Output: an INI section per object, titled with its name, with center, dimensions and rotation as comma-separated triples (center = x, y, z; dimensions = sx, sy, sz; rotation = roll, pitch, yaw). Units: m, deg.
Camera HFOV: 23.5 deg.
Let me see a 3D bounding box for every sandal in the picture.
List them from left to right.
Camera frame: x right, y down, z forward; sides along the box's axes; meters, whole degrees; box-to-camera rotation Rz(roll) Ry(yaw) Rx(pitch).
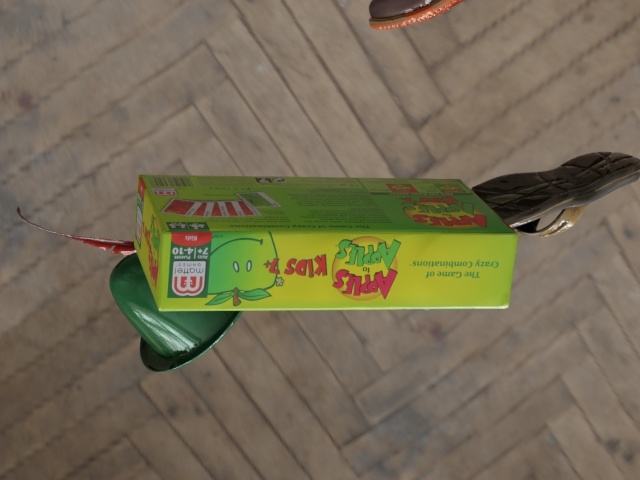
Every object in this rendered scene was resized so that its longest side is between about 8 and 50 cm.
[sandal]
center = 0.239, -0.039, 1.604
dimensions = 0.219, 0.090, 0.060
rotation = -19, 117, -23

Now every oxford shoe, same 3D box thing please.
[oxford shoe]
center = 0.147, -0.310, 1.661
dimensions = 0.271, 0.097, 0.098
rotation = -24, 101, 38

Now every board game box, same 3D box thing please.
[board game box]
center = 0.000, 0.000, 0.799
dimensions = 0.181, 0.092, 0.043
rotation = 0, 110, -15

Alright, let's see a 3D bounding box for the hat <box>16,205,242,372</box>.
[hat]
center = -0.196, 0.023, 1.609
dimensions = 0.208, 0.173, 0.183
rotation = -33, 123, 27
